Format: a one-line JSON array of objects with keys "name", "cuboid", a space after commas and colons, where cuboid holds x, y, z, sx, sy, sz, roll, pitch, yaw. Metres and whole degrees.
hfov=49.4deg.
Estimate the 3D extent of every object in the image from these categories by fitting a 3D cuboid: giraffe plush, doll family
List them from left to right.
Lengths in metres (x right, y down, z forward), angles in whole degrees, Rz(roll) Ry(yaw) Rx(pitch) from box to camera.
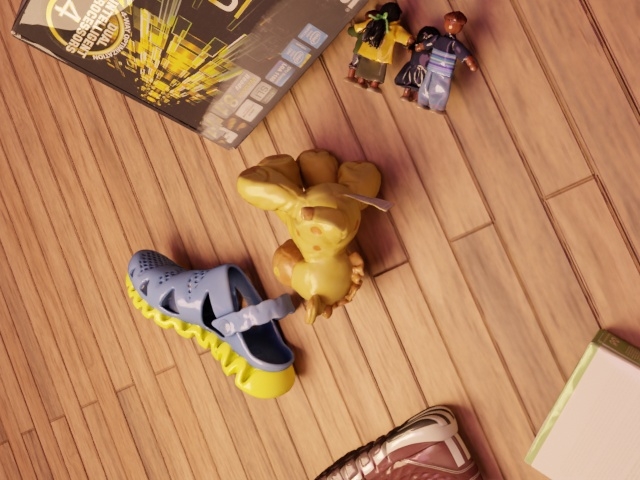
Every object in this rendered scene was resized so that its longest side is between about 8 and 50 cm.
[{"name": "giraffe plush", "cuboid": [0.000, 0.000, 0.866, 0.210, 0.181, 0.171, 35, 130, 45]}, {"name": "doll family", "cuboid": [0.100, -0.220, 0.807, 0.193, 0.076, 0.111, 25, 108, 25]}]

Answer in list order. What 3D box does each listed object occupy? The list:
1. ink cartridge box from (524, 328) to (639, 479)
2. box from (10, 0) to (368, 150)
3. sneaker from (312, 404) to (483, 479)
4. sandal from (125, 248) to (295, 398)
[{"name": "ink cartridge box", "cuboid": [0.354, 0.225, 0.716, 0.235, 0.056, 0.171, 31, 116, 24]}, {"name": "box", "cuboid": [-0.126, -0.317, 0.809, 0.395, 0.318, 0.097, -40, 40, 33]}, {"name": "sneaker", "cuboid": [0.093, 0.343, 0.897, 0.281, 0.106, 0.163, -40, 78, 33]}, {"name": "sandal", "cuboid": [-0.150, 0.089, 1.021, 0.317, 0.126, 0.138, 29, 111, 19]}]
